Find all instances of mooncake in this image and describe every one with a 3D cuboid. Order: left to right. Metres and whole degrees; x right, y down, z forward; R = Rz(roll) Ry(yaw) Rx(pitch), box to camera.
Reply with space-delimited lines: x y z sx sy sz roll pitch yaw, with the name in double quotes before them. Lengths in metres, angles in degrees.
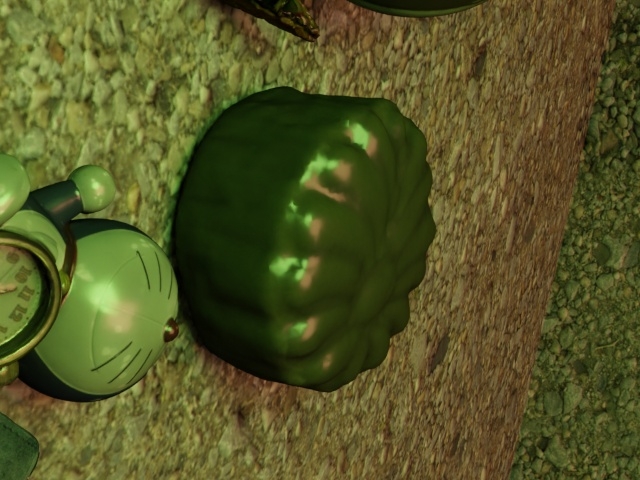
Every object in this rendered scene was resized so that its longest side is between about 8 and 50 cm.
"mooncake" 0.000 0.000 0.894 0.356 0.194 0.357 -23 117 -54

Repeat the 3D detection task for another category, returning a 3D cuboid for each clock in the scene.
"clock" -0.216 0.033 0.595 0.243 0.146 0.200 43 68 -50

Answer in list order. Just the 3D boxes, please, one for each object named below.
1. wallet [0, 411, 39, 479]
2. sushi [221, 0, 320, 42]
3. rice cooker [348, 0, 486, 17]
"wallet" -0.352 0.211 0.516 0.290 0.054 0.251 -62 146 -29
"sushi" -0.079 -0.305 0.712 0.149 0.140 0.287 -55 141 -45
"rice cooker" 0.112 -0.433 0.746 0.325 0.335 0.335 89 23 -70
